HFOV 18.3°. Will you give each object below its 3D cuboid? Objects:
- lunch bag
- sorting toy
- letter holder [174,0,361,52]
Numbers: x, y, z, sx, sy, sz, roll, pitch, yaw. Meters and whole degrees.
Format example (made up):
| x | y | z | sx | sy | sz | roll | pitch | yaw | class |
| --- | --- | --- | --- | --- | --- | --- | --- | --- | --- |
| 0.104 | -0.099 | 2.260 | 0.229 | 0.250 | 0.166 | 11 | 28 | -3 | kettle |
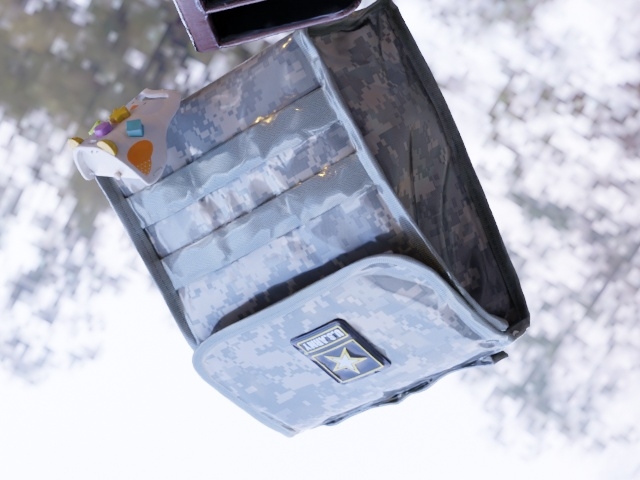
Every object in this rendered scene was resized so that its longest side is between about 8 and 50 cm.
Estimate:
| x | y | z | sx | sy | sz | roll | pitch | yaw | class |
| --- | --- | --- | --- | --- | --- | --- | --- | --- | --- |
| 0.000 | 0.000 | 1.512 | 0.169 | 0.235 | 0.287 | -30 | -87 | -56 | lunch bag |
| -0.137 | -0.082 | 1.442 | 0.083 | 0.075 | 0.045 | 6 | 142 | 50 | sorting toy |
| -0.019 | -0.307 | 1.301 | 0.152 | 0.214 | 0.302 | 70 | -173 | -76 | letter holder |
